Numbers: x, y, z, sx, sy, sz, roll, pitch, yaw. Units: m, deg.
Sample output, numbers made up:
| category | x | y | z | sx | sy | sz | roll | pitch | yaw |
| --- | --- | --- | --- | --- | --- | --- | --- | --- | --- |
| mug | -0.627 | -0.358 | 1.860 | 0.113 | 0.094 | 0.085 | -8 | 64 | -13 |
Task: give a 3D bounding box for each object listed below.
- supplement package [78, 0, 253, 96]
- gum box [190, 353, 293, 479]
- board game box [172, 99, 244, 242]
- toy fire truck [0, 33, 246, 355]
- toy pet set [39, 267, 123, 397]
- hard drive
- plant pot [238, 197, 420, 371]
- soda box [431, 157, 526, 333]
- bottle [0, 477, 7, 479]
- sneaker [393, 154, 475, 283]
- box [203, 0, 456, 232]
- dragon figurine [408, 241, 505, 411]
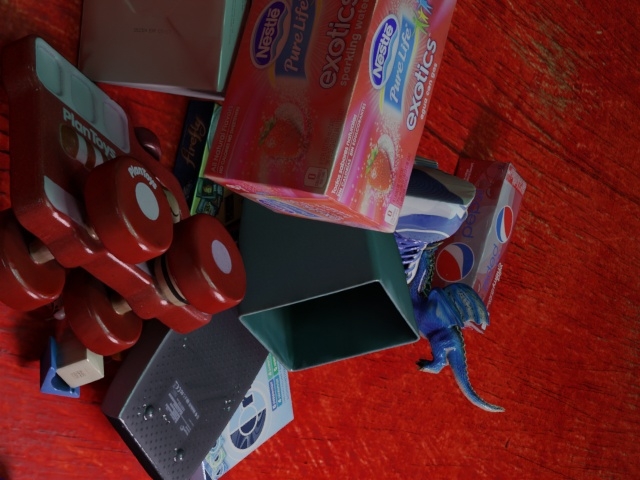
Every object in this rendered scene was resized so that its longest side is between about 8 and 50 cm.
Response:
| category | x | y | z | sx | sy | sz | roll | pitch | yaw |
| --- | --- | --- | --- | --- | --- | --- | --- | --- | --- |
| supplement package | -0.115 | -0.227 | 1.410 | 0.203 | 0.194 | 0.149 | 0 | 98 | -56 |
| gum box | -0.110 | 0.193 | 1.644 | 0.184 | 0.041 | 0.157 | -31 | 122 | -48 |
| board game box | -0.120 | -0.027 | 1.581 | 0.165 | 0.042 | 0.243 | 23 | 78 | -55 |
| toy fire truck | -0.208 | -0.042 | 1.338 | 0.302 | 0.169 | 0.254 | 40 | 35 | -50 |
| toy pet set | -0.265 | 0.109 | 1.403 | 0.122 | 0.065 | 0.114 | 59 | 15 | -47 |
| hard drive | -0.144 | 0.140 | 1.495 | 0.254 | 0.054 | 0.172 | -58 | 141 | -30 |
| plant pot | 0.000 | 0.000 | 1.539 | 0.166 | 0.165 | 0.234 | 53 | 25 | -56 |
| soda box | 0.238 | 0.007 | 2.072 | 0.083 | 0.092 | 0.263 | 37 | 66 | -52 |
| bottle | -0.360 | 0.274 | 1.245 | 0.283 | 0.092 | 0.118 | 14 | 84 | -56 |
| sneaker | 0.111 | -0.013 | 1.766 | 0.315 | 0.127 | 0.182 | -114 | -144 | -75 |
| box | 0.017 | -0.175 | 1.306 | 0.142 | 0.154 | 0.300 | 26 | 78 | -55 |
| dragon figurine | 0.185 | 0.114 | 1.923 | 0.085 | 0.289 | 0.144 | -5 | 138 | -53 |
